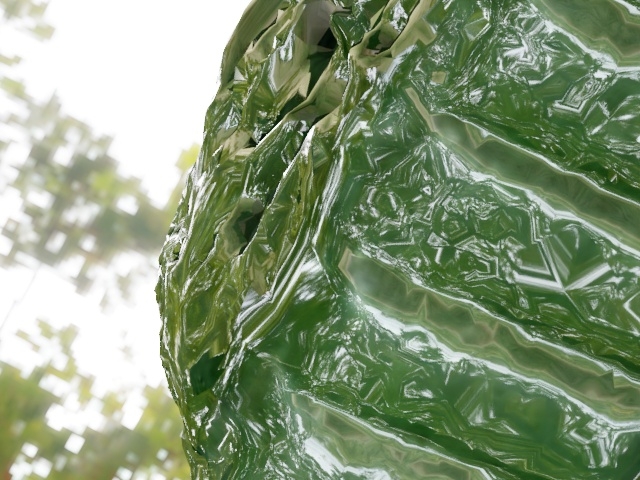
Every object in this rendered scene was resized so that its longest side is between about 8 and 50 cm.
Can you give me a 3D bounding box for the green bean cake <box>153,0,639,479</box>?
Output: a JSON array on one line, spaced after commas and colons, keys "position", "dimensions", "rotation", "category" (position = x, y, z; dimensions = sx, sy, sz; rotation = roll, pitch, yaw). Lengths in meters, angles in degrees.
[{"position": [0.059, -0.060, 0.689], "dimensions": [0.169, 0.308, 0.300], "rotation": [24, -158, -18], "category": "green bean cake"}]
